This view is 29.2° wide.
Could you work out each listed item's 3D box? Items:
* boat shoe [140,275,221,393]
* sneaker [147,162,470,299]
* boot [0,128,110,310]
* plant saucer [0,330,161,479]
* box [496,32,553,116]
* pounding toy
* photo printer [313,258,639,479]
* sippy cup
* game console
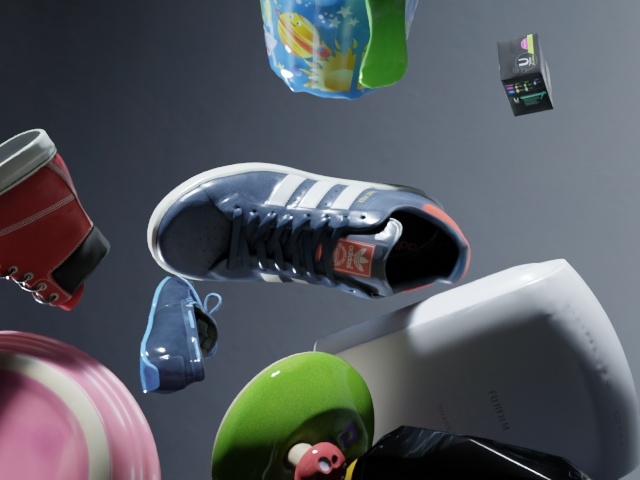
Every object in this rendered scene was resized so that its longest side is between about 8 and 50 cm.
[{"bbox_3d":[-0.170,0.127,1.555,0.089,0.258,0.109,-1,118,0],"label":"boat shoe"},{"bbox_3d":[0.000,0.000,1.289,0.148,0.350,0.131,-135,47,-58],"label":"sneaker"},{"bbox_3d":[-0.330,0.027,1.197,0.088,0.244,0.176,20,140,58],"label":"boot"},{"bbox_3d":[-0.318,0.232,1.155,0.332,0.332,0.084,54,163,21],"label":"plant saucer"},{"bbox_3d":[0.250,-0.201,1.496,0.052,0.083,0.062,-10,60,17],"label":"box"},{"bbox_3d":[0.001,0.232,1.150,0.110,0.183,0.237,27,122,47],"label":"pounding toy"},{"bbox_3d":[0.179,0.173,1.319,0.307,0.107,0.256,-20,96,11],"label":"photo printer"},{"bbox_3d":[0.022,-0.304,1.496,0.240,0.305,0.224,14,130,12],"label":"sippy cup"},{"bbox_3d":[0.095,0.340,1.008,0.213,0.044,0.361,6,75,33],"label":"game console"}]
